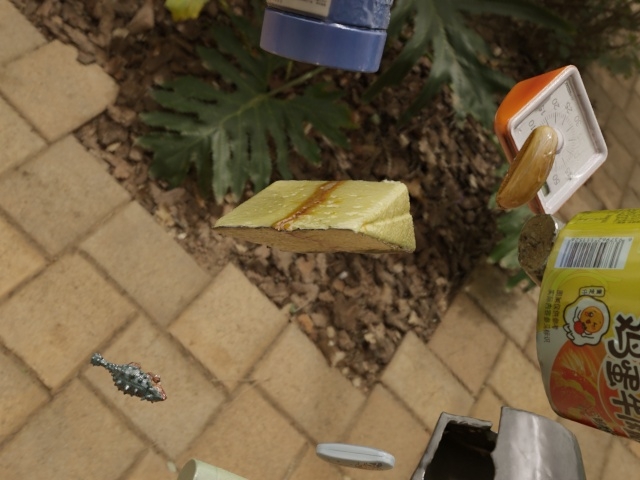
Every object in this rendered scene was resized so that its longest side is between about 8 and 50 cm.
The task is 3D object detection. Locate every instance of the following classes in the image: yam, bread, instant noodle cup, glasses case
[{"bbox_3d":[0.375,0.043,1.166,0.183,0.107,0.107,36,47,-20],"label":"yam"},{"bbox_3d":[0.000,0.000,1.751,0.405,0.346,0.242,-55,144,-58],"label":"bread"},{"bbox_3d":[0.416,-0.138,1.539,0.077,0.114,0.189,27,89,-8],"label":"bread"},{"bbox_3d":[0.326,0.081,0.694,0.264,0.200,0.264,-6,97,-51],"label":"instant noodle cup"},{"bbox_3d":[0.075,0.471,1.695,0.067,0.178,0.045,55,42,-52],"label":"glasses case"}]

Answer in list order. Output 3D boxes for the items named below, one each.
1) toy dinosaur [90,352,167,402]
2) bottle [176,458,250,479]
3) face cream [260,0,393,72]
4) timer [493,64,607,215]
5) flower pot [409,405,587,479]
[{"bbox_3d":[-0.292,0.211,1.185,0.055,0.154,0.049,23,89,-65],"label":"toy dinosaur"},{"bbox_3d":[-0.111,0.386,1.132,0.201,0.072,0.072,28,50,-20],"label":"bottle"},{"bbox_3d":[0.018,-0.467,1.529,0.249,0.225,0.249,10,21,-4],"label":"face cream"},{"bbox_3d":[0.497,-0.216,1.745,0.250,0.161,0.257,-50,121,-35],"label":"timer"},{"bbox_3d":[0.282,0.416,1.212,0.379,0.379,0.251,29,57,-23],"label":"flower pot"}]
